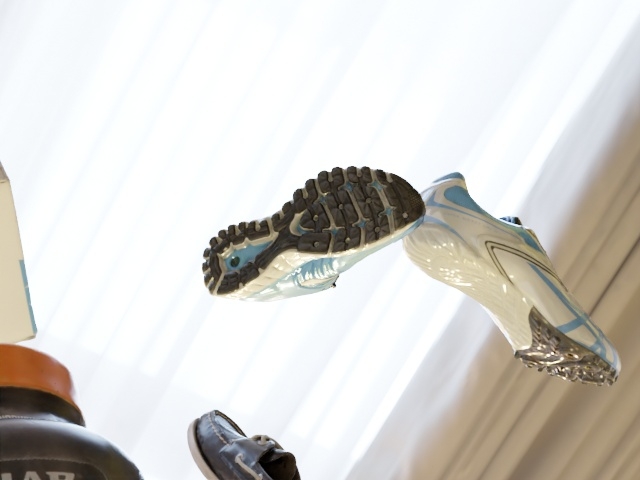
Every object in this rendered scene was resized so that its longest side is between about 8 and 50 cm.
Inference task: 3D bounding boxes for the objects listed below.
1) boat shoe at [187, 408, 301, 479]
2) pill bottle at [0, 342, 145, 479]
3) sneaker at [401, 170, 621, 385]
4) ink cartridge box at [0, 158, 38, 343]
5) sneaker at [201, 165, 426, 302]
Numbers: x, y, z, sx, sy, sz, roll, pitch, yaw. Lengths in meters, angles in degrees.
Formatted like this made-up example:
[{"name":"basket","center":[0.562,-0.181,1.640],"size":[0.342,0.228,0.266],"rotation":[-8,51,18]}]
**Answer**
[{"name":"boat shoe","center":[-0.025,0.113,0.549],"size":[0.046,0.038,0.125],"rotation":[34,-171,-33]},{"name":"pill bottle","center":[-0.118,0.158,0.444],"size":[0.130,0.130,0.245],"rotation":[19,-143,-38]},{"name":"sneaker","center":[0.164,0.036,0.945],"size":[0.237,0.086,0.085],"rotation":[41,153,-22]},{"name":"ink cartridge box","center":[-0.334,-0.036,0.884],"size":[0.168,0.171,0.232],"rotation":[-18,-130,-20]},{"name":"sneaker","center":[0.000,0.000,0.815],"size":[0.073,0.162,0.063],"rotation":[32,-137,-56]}]
